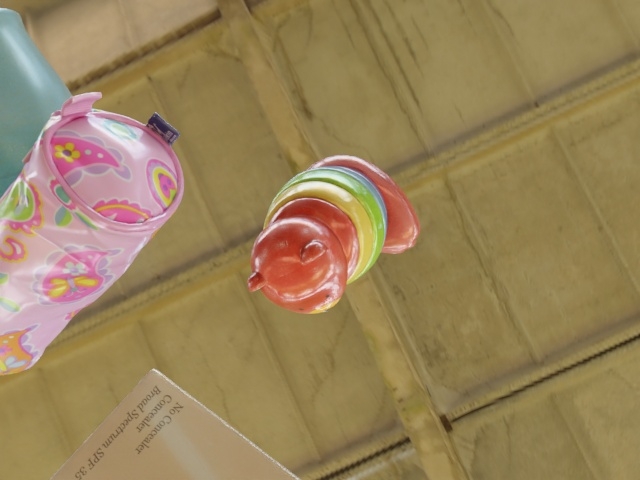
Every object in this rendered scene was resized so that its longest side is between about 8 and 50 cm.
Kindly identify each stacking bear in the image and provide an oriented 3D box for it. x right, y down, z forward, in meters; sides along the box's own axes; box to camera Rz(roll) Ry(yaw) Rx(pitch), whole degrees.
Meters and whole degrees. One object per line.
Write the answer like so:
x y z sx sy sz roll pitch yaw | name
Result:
0.000 0.000 1.198 0.175 0.289 0.164 -22 -80 21 | stacking bear

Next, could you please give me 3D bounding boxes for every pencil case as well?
-0.223 0.005 0.782 0.284 0.124 0.124 -41 -123 40 | pencil case

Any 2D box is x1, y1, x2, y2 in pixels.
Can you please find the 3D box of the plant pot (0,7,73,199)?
-0.422 -0.139 1.193 0.272 0.271 0.255 -17 -85 7 | plant pot

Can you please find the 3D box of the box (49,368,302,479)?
-0.049 0.254 0.699 0.311 0.121 0.148 34 -123 9 | box
